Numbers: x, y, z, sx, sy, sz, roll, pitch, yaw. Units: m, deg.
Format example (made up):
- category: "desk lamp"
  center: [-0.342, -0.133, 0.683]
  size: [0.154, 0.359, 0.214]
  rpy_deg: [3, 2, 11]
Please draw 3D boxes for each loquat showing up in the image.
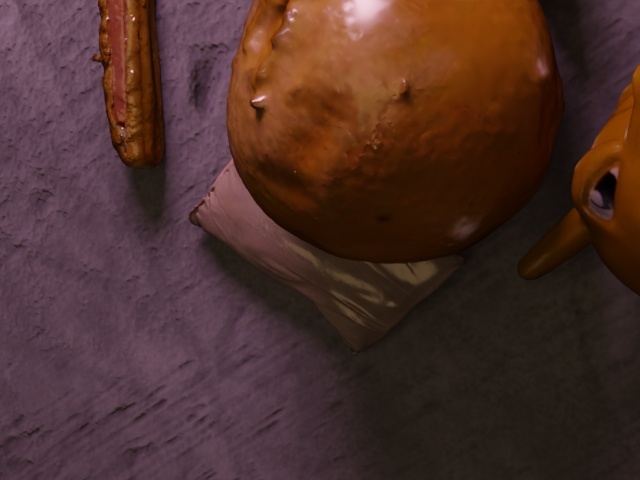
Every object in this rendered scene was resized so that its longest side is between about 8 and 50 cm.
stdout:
- category: "loquat"
  center: [0.069, -0.133, 1.112]
  size: [0.328, 0.328, 0.328]
  rpy_deg: [3, 101, 17]

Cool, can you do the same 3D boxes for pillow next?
- category: "pillow"
  center: [0.000, 0.000, 1.294]
  size: [0.270, 0.067, 0.173]
  rpy_deg: [40, 113, 8]

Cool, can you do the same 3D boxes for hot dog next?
- category: "hot dog"
  center: [-0.206, -0.220, 1.316]
  size: [0.061, 0.088, 0.286]
  rpy_deg: [2, 95, 17]

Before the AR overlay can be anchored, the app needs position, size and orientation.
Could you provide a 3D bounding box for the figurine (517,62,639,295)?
- category: "figurine"
  center: [0.398, 0.020, 1.067]
  size: [0.387, 0.268, 0.401]
  rpy_deg: [29, 112, 8]
